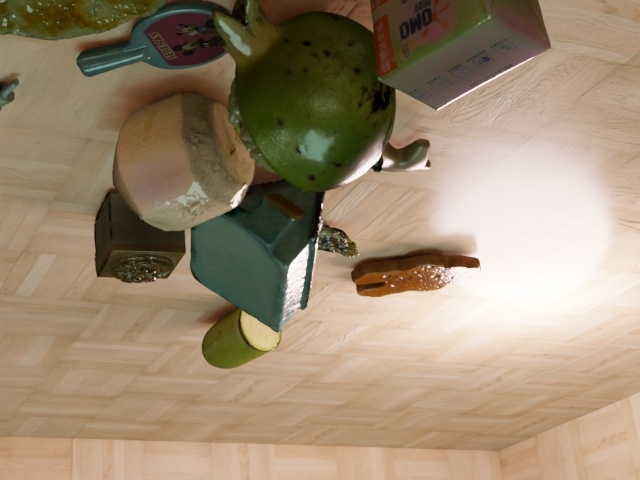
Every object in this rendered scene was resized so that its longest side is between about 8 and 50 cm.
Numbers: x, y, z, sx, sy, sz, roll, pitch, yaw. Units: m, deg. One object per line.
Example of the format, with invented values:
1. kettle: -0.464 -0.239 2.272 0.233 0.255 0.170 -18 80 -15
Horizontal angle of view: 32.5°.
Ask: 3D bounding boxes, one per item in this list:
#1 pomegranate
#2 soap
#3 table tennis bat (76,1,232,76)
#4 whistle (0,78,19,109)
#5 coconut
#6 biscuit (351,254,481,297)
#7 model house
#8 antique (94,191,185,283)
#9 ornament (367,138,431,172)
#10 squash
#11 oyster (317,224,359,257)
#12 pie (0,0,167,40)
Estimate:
1. pomegranate: -0.029 -0.222 1.557 0.260 0.260 0.341 -20 128 31
2. soap: 0.178 -0.304 1.467 0.199 0.182 0.138 -25 149 37
3. table tennis bat: -0.240 -0.287 1.606 0.244 0.040 0.153 -14 156 8
4. whistle: -0.495 -0.222 1.694 0.035 0.035 0.100 17 146 -42
5. coconut: -0.231 -0.119 1.770 0.234 0.224 0.224 -27 150 17
6. biscuit: 0.220 0.075 2.519 0.295 0.044 0.186 -6 160 6
7. model house: -0.086 -0.023 2.094 0.230 0.249 0.280 31 146 13
8. antique: -0.347 -0.001 2.094 0.151 0.148 0.147 2 158 -22
9. ornament: 0.067 -0.153 1.939 0.230 0.061 0.245 -20 151 26
10. squash: -0.212 0.245 2.701 0.132 0.133 0.247 12 151 -35
11. oyster: 0.000 -0.003 2.285 0.165 0.053 0.108 4 146 -3
12. pie: -0.369 -0.351 1.377 0.371 0.078 0.296 12 151 -31
